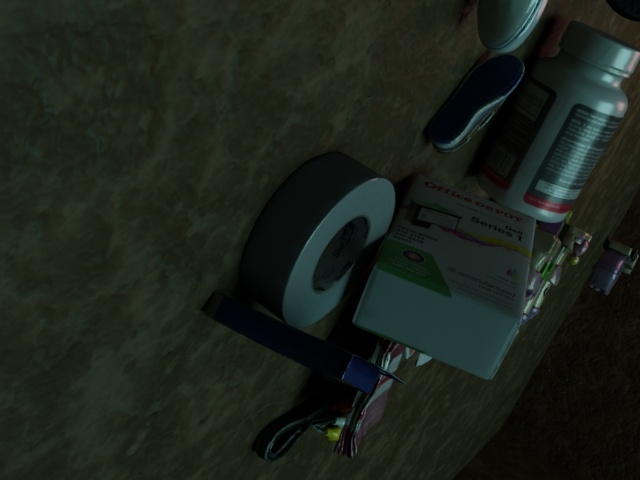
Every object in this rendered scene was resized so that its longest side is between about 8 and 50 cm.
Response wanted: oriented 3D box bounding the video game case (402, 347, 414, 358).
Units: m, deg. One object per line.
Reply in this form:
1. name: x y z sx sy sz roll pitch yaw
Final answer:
1. video game case: 0.214 0.076 1.594 0.204 0.025 0.285 -44 148 -27

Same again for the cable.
1. cable: 0.003 0.310 1.471 0.287 0.072 0.139 -5 122 -62

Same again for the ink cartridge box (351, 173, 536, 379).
1. ink cartridge box: 0.184 0.039 1.199 0.278 0.201 0.117 -60 170 -56

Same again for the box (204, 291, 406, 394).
1. box: -0.015 0.131 1.004 0.036 0.225 0.136 -65 158 -9

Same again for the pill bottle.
1. pill bottle: 0.414 -0.205 1.457 0.176 0.176 0.319 -16 136 -56

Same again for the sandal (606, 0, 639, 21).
1. sandal: 0.654 -0.593 1.486 0.446 0.167 0.107 -52 -177 10

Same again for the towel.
1. towel: 0.125 0.189 1.436 0.329 0.037 0.237 -70 166 17

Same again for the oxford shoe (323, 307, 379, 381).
1. oxford shoe: 0.075 0.145 1.400 0.212 0.076 0.076 -54 166 -3

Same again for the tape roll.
1. tape roll: 0.000 0.000 1.059 0.219 0.072 0.219 -44 154 -27

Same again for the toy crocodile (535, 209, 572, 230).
1. toy crocodile: 0.540 0.005 2.067 0.340 0.105 0.115 -28 144 -49

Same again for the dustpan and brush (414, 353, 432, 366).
1. dustpan and brush: 0.253 0.181 1.820 0.211 0.060 0.147 -5 112 -52

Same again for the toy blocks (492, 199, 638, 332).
1. toy blocks: 0.458 0.086 1.754 0.260 0.309 0.288 -63 156 1

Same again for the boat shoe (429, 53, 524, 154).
1. boat shoe: 0.230 -0.202 1.258 0.183 0.066 0.066 -42 160 -6

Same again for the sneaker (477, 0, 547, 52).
1. sneaker: 0.240 -0.361 1.046 0.091 0.094 0.258 -13 124 -45
